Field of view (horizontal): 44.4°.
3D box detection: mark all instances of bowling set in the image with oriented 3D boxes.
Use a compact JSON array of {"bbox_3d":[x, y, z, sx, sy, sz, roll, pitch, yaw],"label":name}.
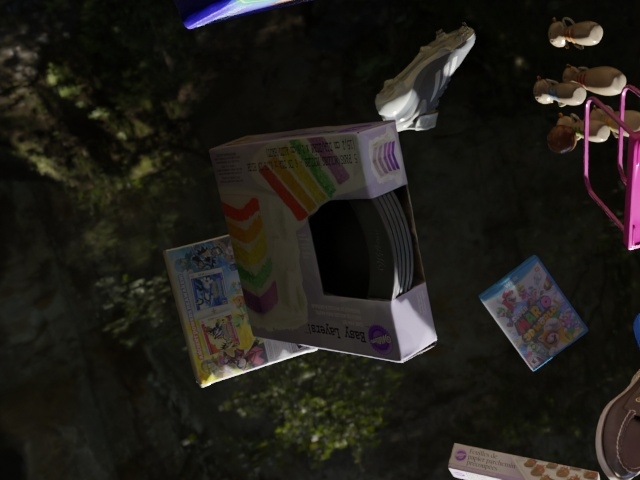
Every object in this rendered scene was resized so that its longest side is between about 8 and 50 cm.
[{"bbox_3d":[0.470,-0.262,1.491,0.200,0.287,0.154,-40,-157,-8],"label":"bowling set"}]

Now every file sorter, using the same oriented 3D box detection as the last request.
[{"bbox_3d":[0.579,-0.152,1.227,0.290,0.202,0.182,-15,-143,-2],"label":"file sorter"}]

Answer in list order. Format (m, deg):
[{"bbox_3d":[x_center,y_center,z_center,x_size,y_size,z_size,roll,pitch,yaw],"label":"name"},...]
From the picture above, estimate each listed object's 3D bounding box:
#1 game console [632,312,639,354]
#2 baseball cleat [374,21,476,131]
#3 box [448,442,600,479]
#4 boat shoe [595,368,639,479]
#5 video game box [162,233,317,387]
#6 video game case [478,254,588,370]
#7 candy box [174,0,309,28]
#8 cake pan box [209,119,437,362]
[{"bbox_3d":[0.535,0.190,0.889,0.293,0.173,0.250,-15,-124,13],"label":"game console"},{"bbox_3d":[0.174,-0.247,1.238,0.206,0.109,0.072,-39,-148,-10],"label":"baseball cleat"},{"bbox_3d":[0.450,0.520,1.743,0.323,0.067,0.063,5,-123,27],"label":"box"},{"bbox_3d":[0.603,0.316,1.424,0.324,0.117,0.096,-32,177,-42],"label":"boat shoe"},{"bbox_3d":[-0.117,0.090,1.163,0.187,0.205,0.048,-15,-176,-22],"label":"video game box"},{"bbox_3d":[0.362,0.124,1.332,0.119,0.166,0.015,-37,-169,3],"label":"video game case"},{"bbox_3d":[0.087,-0.247,0.487,0.268,0.122,0.317,-10,-165,43],"label":"candy box"},{"bbox_3d":[0.000,0.000,0.874,0.070,0.246,0.266,-25,-161,-39],"label":"cake pan box"}]
